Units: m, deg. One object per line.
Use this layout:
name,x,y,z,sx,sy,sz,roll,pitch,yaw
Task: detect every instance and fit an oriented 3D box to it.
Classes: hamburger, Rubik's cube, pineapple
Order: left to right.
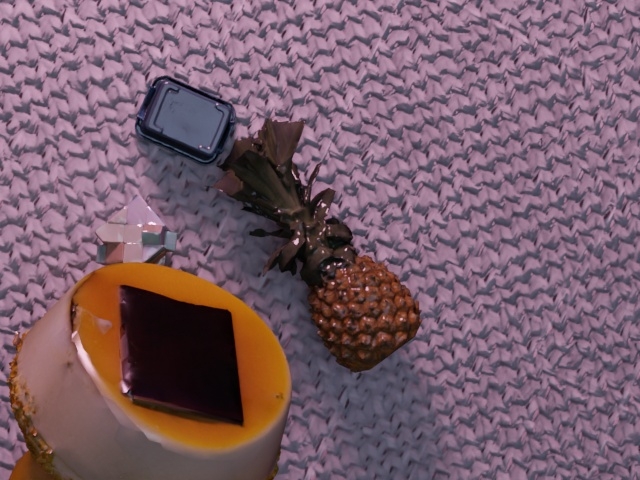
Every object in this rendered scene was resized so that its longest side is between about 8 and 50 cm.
Rubik's cube,-0.192,0.006,1.577,0.084,0.075,0.073,-44,83,9
hamburger,-0.165,0.160,1.490,0.294,0.276,0.179,15,127,-26
pineapple,0.000,0.000,1.594,0.130,0.119,0.277,-35,96,12

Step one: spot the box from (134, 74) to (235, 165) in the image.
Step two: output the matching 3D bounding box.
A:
box,-0.141,-0.128,1.591,0.099,0.054,0.074,23,87,-10

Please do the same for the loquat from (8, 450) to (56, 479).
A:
loquat,-0.255,0.272,1.549,0.141,0.141,0.141,0,93,-10
